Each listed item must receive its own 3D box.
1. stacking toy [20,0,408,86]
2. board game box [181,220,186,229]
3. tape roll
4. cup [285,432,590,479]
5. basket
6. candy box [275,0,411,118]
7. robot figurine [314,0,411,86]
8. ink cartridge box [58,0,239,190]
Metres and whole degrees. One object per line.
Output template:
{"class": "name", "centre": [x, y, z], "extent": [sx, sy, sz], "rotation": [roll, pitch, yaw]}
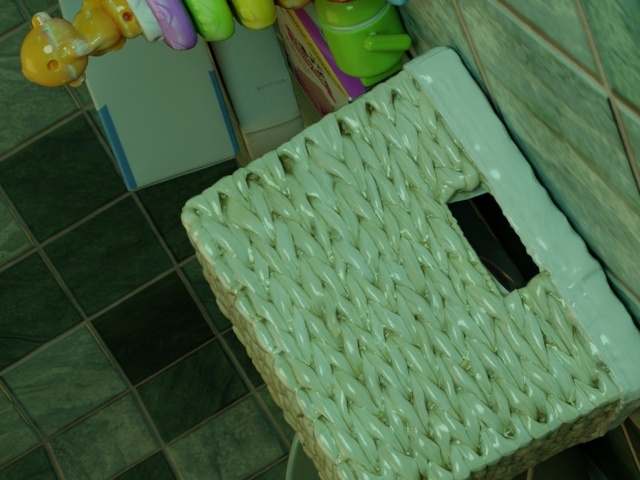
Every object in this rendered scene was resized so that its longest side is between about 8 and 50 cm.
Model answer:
{"class": "stacking toy", "centre": [-0.098, -0.205, 1.293], "extent": [0.175, 0.302, 0.166], "rotation": [61, 174, -34]}
{"class": "board game box", "centre": [0.000, 0.000, 1.888], "extent": [0.064, 0.242, 0.316], "rotation": [60, 175, -32]}
{"class": "tape roll", "centre": [-0.111, -0.276, 1.881], "extent": [0.392, 0.072, 0.392], "rotation": [161, 90, -88]}
{"class": "cup", "centre": [0.159, 0.271, 1.817], "extent": [0.237, 0.331, 0.331], "rotation": [27, -161, -44]}
{"class": "basket", "centre": [0.078, 0.068, 1.433], "extent": [0.328, 0.266, 0.331], "rotation": [58, 173, 12]}
{"class": "candy box", "centre": [0.024, -0.169, 1.626], "extent": [0.159, 0.071, 0.233], "rotation": [58, 174, 17]}
{"class": "robot figurine", "centre": [0.034, -0.187, 1.447], "extent": [0.101, 0.067, 0.115], "rotation": [60, 177, 44]}
{"class": "ink cartridge box", "centre": [-0.201, -0.240, 1.772], "extent": [0.307, 0.129, 0.223], "rotation": [-112, 3, -46]}
